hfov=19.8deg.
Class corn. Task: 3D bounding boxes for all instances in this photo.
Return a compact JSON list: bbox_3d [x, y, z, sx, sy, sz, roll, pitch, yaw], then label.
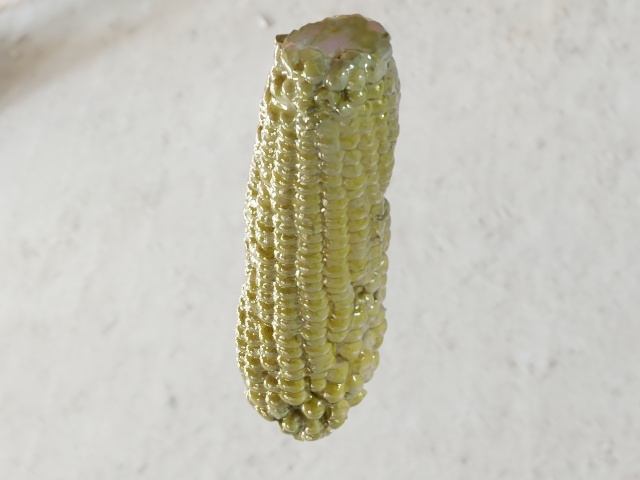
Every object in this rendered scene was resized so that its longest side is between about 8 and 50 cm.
[{"bbox_3d":[0.000,0.000,0.972,0.086,0.288,0.086,3,46,-3],"label":"corn"}]
